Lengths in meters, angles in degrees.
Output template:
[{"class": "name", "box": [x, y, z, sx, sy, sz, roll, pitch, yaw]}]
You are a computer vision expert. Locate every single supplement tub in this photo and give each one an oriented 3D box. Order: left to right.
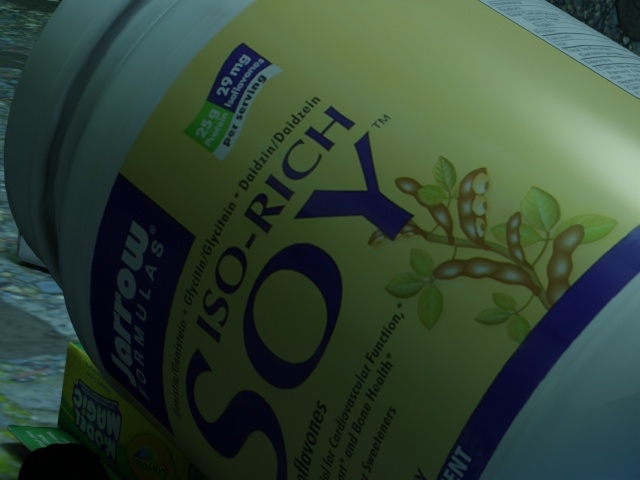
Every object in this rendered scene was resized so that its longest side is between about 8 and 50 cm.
[{"class": "supplement tub", "box": [0.046, 0.017, 0.731, 0.241, 0.241, 0.331, -4, 32, -45]}]

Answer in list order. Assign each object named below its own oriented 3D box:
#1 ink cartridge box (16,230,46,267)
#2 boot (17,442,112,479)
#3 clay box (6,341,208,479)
[{"class": "ink cartridge box", "box": [0.000, 0.000, 1.273, 0.307, 0.072, 0.303, 13, 14, 23]}, {"class": "boot", "box": [-0.131, 0.119, 0.741, 0.099, 0.045, 0.121, -2, 18, -29]}, {"class": "clay box", "box": [-0.029, 0.090, 0.903, 0.222, 0.053, 0.127, 0, 18, -37]}]
